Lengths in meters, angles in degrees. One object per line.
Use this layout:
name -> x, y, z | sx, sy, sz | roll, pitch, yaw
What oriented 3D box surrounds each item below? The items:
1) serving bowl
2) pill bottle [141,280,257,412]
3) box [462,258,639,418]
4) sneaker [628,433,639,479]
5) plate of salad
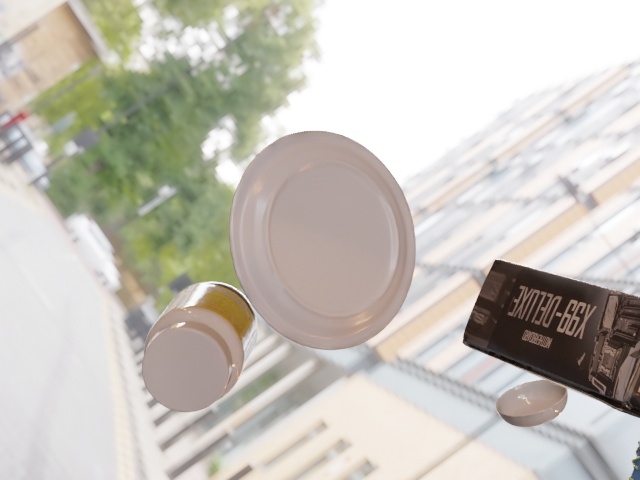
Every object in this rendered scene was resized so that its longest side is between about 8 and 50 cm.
serving bowl -> 0.242, 0.189, 1.729 | 0.083, 0.083, 0.027 | -141, -149, -68
pill bottle -> -0.143, 0.126, 1.802 | 0.119, 0.119, 0.208 | 56, 9, -6
box -> 0.289, 0.111, 1.109 | 0.307, 0.076, 0.242 | 22, -2, -21
sneaker -> 0.416, 0.280, 1.895 | 0.091, 0.126, 0.240 | 70, 0, -56
plate of salad -> 0.000, 0.000, 1.377 | 0.048, 0.200, 0.200 | -12, -65, 56
